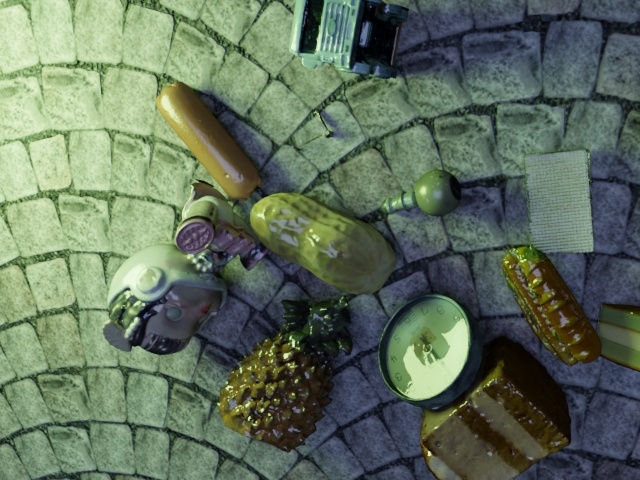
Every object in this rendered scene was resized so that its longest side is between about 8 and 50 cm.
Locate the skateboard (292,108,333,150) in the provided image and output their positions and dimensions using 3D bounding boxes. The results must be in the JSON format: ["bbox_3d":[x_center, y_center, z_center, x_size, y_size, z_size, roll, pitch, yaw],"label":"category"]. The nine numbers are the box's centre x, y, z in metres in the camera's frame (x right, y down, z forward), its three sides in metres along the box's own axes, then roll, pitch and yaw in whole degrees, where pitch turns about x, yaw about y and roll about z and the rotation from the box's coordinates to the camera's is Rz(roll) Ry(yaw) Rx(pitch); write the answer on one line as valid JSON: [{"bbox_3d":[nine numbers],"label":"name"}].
[{"bbox_3d":[-0.024,-0.222,1.381,0.083,0.032,0.064,-29,84,16],"label":"skateboard"}]

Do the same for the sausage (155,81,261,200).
[{"bbox_3d":[-0.232,-0.207,1.405,0.086,0.086,0.289,-39,89,18],"label":"sausage"}]

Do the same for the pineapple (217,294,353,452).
[{"bbox_3d":[-0.049,0.246,1.409,0.223,0.223,0.357,30,93,6],"label":"pineapple"}]

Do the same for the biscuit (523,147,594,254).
[{"bbox_3d":[0.456,-0.073,1.287,0.121,0.040,0.199,-3,101,18],"label":"biscuit"}]

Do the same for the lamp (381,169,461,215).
[{"bbox_3d":[0.193,-0.082,1.333,0.163,0.091,0.091,-16,98,31],"label":"lamp"}]

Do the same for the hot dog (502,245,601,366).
[{"bbox_3d":[0.440,0.128,1.308,0.072,0.115,0.269,-36,92,-26],"label":"hot dog"}]

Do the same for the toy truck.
[{"bbox_3d":[0.047,-0.365,1.190,0.162,0.305,0.136,14,105,16],"label":"toy truck"}]

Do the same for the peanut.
[{"bbox_3d":[0.000,0.000,1.361,0.313,0.152,0.152,30,107,8],"label":"peanut"}]

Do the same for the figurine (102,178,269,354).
[{"bbox_3d":[-0.286,0.075,1.421,0.361,0.253,0.211,-52,43,11],"label":"figurine"}]

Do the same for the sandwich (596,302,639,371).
[{"bbox_3d":[0.621,0.197,1.251,0.187,0.144,0.117,8,101,12],"label":"sandwich"}]

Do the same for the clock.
[{"bbox_3d":[0.211,0.215,1.330,0.049,0.226,0.226,30,114,-39],"label":"clock"}]

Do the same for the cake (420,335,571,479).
[{"bbox_3d":[0.326,0.361,1.338,0.196,0.199,0.293,43,112,-3],"label":"cake"}]
